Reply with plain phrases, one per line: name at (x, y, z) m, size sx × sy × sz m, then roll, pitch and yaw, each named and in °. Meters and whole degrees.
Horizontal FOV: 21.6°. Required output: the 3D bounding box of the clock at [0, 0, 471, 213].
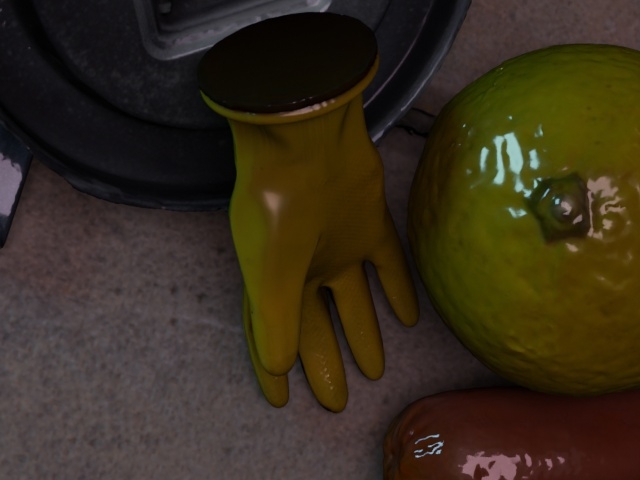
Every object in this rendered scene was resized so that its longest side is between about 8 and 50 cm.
clock at (-0.074, -0.209, 1.123) m, size 0.386 × 0.076 × 0.386 m, roll -9°, pitch 114°, yaw -20°

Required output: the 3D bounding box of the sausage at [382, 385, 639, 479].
sausage at (0.173, 0.159, 1.210) m, size 0.259 × 0.113 × 0.114 m, roll -1°, pitch 86°, yaw -14°

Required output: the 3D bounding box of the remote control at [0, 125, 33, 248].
remote control at (-0.385, -0.101, 1.150) m, size 0.377 × 0.044 × 0.107 m, roll 18°, pitch 79°, yaw -10°

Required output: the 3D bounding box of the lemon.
lemon at (0.183, -0.015, 1.150) m, size 0.267 × 0.267 × 0.267 m, roll 1°, pitch 86°, yaw -11°

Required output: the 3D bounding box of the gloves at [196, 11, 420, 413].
gloves at (0.001, 0.000, 1.149) m, size 0.133 × 0.116 × 0.294 m, roll -16°, pitch 126°, yaw -9°
